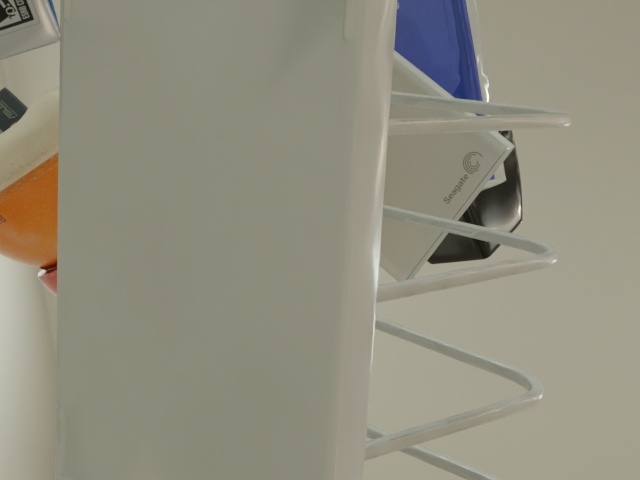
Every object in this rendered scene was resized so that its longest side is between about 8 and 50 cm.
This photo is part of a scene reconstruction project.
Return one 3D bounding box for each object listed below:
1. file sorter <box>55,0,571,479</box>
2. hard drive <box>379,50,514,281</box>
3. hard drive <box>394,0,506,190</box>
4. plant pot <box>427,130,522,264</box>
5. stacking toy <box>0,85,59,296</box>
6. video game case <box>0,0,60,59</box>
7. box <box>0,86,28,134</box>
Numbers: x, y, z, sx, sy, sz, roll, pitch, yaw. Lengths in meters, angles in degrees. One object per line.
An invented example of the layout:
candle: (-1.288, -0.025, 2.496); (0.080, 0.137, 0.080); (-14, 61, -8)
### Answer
file sorter: (0.000, 0.000, 0.494); (0.193, 0.173, 0.277); (15, -74, 44)
hard drive: (0.046, -0.142, 1.380); (0.353, 0.047, 0.233); (41, -66, 13)
hard drive: (0.154, -0.209, 1.486); (0.040, 0.318, 0.210); (2, -16, -37)
plant pot: (0.224, -0.065, 1.708); (0.187, 0.188, 0.167); (-8, -66, 46)
stacking toy: (-0.182, 0.023, 1.239); (0.350, 0.350, 0.480); (-24, -71, 34)
video game case: (-0.302, -0.198, 0.552); (0.244, 0.061, 0.269); (-20, -58, -7)
box: (-0.408, -0.109, 1.605); (0.233, 0.059, 0.183); (42, -16, 10)
